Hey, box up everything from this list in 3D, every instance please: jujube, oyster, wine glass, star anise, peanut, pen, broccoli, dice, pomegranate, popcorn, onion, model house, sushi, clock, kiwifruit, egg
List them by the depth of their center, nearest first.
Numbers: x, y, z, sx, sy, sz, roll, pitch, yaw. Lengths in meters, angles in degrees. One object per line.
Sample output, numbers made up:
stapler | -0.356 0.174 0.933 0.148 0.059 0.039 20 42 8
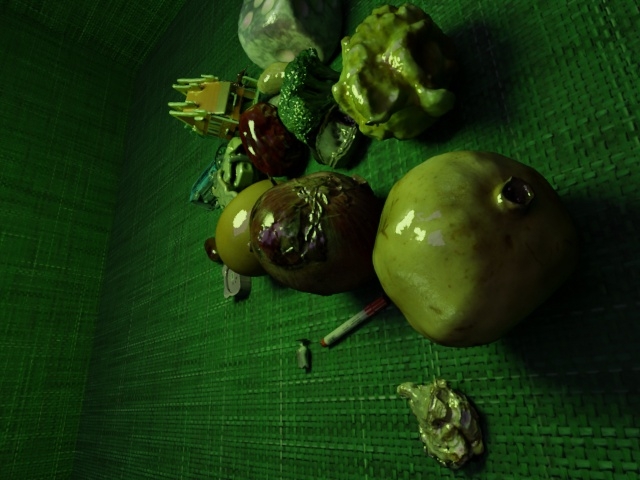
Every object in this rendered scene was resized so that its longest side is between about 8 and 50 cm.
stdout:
pomegranate | 0.255 0.013 0.683 0.332 0.332 0.333 -19 64 43
oyster | 0.223 0.351 0.799 0.191 0.081 0.164 11 89 52
popcorn | 0.173 -0.376 0.952 0.274 0.279 0.336 11 82 8
onion | -0.005 -0.031 0.984 0.353 0.353 0.354 -19 64 43
pen | 0.084 0.211 1.034 0.239 0.028 0.028 -43 49 30
wine glass | -0.052 0.321 1.140 0.042 0.038 0.084 -24 64 38
sushi | 0.089 -0.335 1.170 0.109 0.134 0.273 38 86 26
broccoli | -0.018 -0.433 1.241 0.241 0.262 0.269 -15 53 0
egg | -0.180 -0.039 1.242 0.323 0.250 0.250 -52 44 8
jujube | -0.166 -0.329 1.350 0.183 0.183 0.243 -30 96 37
peanut | -0.121 -0.560 1.375 0.213 0.099 0.100 -1 75 23
dice | -0.102 -0.748 1.383 0.270 0.270 0.272 -6 72 45
clock | -0.305 0.137 1.468 0.110 0.050 0.153 -35 53 35
model house | -0.411 -0.507 1.556 0.357 0.312 0.243 164 119 -70
kiwifruit | -0.425 0.036 1.619 0.124 0.075 0.075 45 111 42
star anise | -0.371 -0.703 1.778 0.140 0.144 0.158 -38 77 -7

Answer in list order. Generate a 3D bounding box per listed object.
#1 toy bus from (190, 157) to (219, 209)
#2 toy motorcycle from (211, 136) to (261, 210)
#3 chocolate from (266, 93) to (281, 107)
toy bus | -0.450 -0.243 1.711 0.246 0.113 0.134 -39 45 35
toy motorcycle | -0.288 -0.201 1.471 0.237 0.168 0.411 -34 68 47
chocolate | -0.160 -0.455 1.486 0.303 0.100 0.185 -9 73 49
